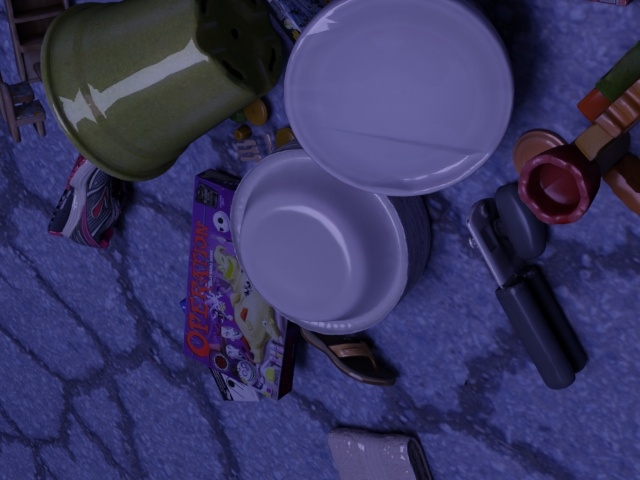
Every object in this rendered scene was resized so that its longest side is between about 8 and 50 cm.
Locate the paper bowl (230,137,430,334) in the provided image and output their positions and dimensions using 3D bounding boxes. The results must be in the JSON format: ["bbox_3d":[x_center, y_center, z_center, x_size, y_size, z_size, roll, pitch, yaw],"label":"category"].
[{"bbox_3d":[0.000,0.000,1.495,0.284,0.148,0.284,13,119,24],"label":"paper bowl"}]

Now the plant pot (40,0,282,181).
[{"bbox_3d":[-0.203,-0.249,1.491,0.254,0.276,0.276,-17,105,35],"label":"plant pot"}]

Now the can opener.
[{"bbox_3d":[0.275,0.064,1.385,0.093,0.074,0.280,-15,106,45],"label":"can opener"}]

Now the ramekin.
[{"bbox_3d":[0.096,-0.197,1.269,0.273,0.127,0.273,4,125,6],"label":"ramekin"}]

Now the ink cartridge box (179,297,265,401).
[{"bbox_3d":[-0.167,0.188,1.884,0.097,0.046,0.207,-8,111,43],"label":"ink cartridge box"}]

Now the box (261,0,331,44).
[{"bbox_3d":[-0.008,-0.287,1.388,0.137,0.094,0.027,53,138,1],"label":"box"}]

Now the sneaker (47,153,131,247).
[{"bbox_3d":[-0.380,-0.102,1.847,0.112,0.121,0.299,24,137,-11],"label":"sneaker"}]

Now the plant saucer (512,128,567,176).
[{"bbox_3d":[0.277,-0.098,1.320,0.083,0.013,0.083,23,131,29],"label":"plant saucer"}]

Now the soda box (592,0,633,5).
[{"bbox_3d":[0.264,-0.304,1.157,0.183,0.063,0.058,18,127,32],"label":"soda box"}]

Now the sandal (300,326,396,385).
[{"bbox_3d":[0.045,0.171,1.678,0.180,0.072,0.049,37,114,23],"label":"sandal"}]

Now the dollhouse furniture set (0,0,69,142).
[{"bbox_3d":[-0.415,-0.295,1.666,0.242,0.212,0.161,49,148,47],"label":"dollhouse furniture set"}]

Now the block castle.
[{"bbox_3d":[0.427,-0.099,1.038,0.303,0.213,0.453,47,138,7],"label":"block castle"}]

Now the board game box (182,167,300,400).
[{"bbox_3d":[-0.124,0.075,1.728,0.208,0.056,0.347,24,123,29],"label":"board game box"}]

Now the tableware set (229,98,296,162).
[{"bbox_3d":[-0.077,-0.171,1.583,0.154,0.024,0.104,-1,113,43],"label":"tableware set"}]

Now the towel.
[{"bbox_3d":[0.120,0.445,1.798,0.187,0.049,0.282,-3,114,42],"label":"towel"}]
